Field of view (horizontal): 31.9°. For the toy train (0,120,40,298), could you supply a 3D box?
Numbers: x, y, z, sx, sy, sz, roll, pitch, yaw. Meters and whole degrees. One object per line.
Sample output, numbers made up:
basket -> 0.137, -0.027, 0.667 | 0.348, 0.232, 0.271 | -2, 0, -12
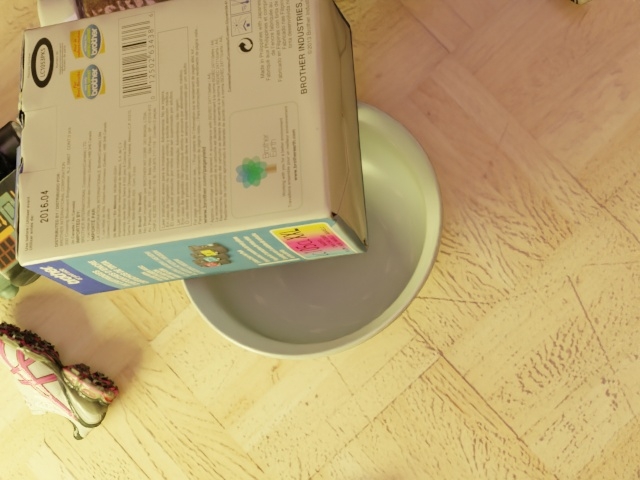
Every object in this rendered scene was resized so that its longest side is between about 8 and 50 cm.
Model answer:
toy train -> -0.444, 0.010, 1.328 | 0.334, 0.142, 0.190 | -38, 93, 6

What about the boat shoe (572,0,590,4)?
boat shoe -> 0.235, -0.352, 1.268 | 0.070, 0.078, 0.219 | -28, 76, 6

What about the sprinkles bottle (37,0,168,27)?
sprinkles bottle -> -0.142, -0.291, 1.294 | 0.355, 0.121, 0.121 | -17, 86, 7

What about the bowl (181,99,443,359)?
bowl -> 0.000, 0.000, 1.240 | 0.298, 0.134, 0.298 | -5, 71, 16

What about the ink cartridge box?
ink cartridge box -> -0.163, -0.100, 1.169 | 0.395, 0.151, 0.270 | -8, 71, 13

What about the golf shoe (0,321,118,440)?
golf shoe -> -0.338, 0.165, 1.336 | 0.186, 0.067, 0.086 | 31, 94, 8
